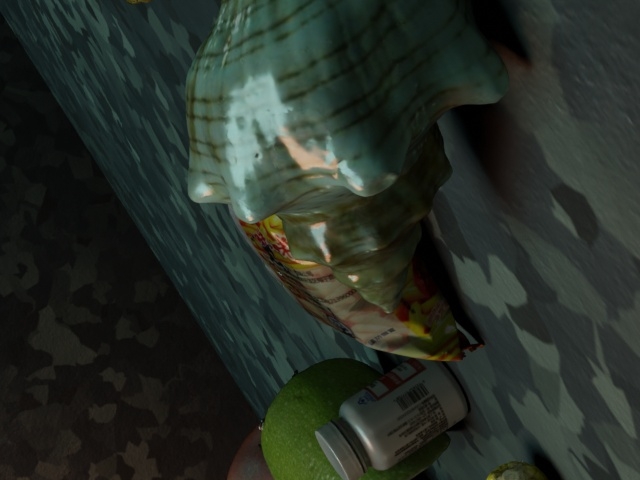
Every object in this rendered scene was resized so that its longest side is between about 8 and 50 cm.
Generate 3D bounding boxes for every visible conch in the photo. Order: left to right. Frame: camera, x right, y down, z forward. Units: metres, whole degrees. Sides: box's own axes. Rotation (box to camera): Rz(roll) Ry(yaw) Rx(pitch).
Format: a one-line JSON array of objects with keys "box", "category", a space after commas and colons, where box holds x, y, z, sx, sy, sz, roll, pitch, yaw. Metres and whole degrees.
[{"box": [0.005, -0.093, 0.704, 0.386, 0.203, 0.170, 70, -167, -50], "category": "conch"}]

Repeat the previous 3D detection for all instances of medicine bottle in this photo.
[{"box": [0.069, 0.176, 1.195, 0.079, 0.140, 0.079, 54, 167, 18], "category": "medicine bottle"}]

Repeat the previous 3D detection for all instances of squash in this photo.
[{"box": [0.054, 0.258, 1.340, 0.260, 0.189, 0.189, 41, 159, 56], "category": "squash"}]

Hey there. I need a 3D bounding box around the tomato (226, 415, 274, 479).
[{"box": [-0.004, 0.336, 1.619, 0.224, 0.256, 0.256, 48, 175, -32], "category": "tomato"}]

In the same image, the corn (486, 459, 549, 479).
[{"box": [0.192, 0.272, 1.113, 0.067, 0.067, 0.206, 46, 163, 44], "category": "corn"}]

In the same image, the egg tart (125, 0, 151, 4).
[{"box": [-0.306, -0.395, 1.340, 0.341, 0.129, 0.341, 55, 165, 21], "category": "egg tart"}]

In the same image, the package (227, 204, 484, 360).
[{"box": [0.003, 0.002, 1.043, 0.288, 0.108, 0.223, 44, 175, -32], "category": "package"}]
